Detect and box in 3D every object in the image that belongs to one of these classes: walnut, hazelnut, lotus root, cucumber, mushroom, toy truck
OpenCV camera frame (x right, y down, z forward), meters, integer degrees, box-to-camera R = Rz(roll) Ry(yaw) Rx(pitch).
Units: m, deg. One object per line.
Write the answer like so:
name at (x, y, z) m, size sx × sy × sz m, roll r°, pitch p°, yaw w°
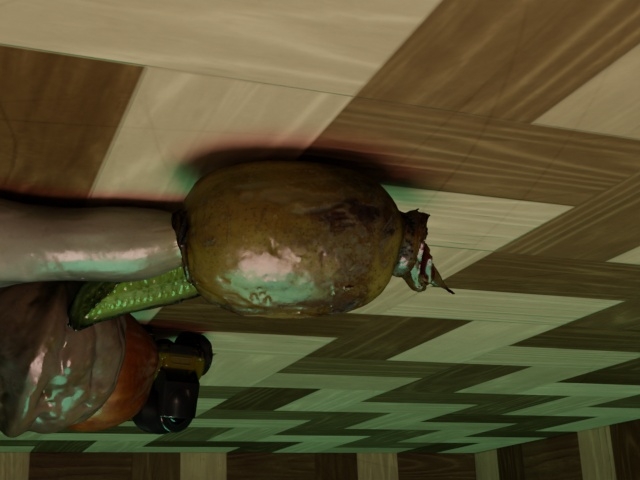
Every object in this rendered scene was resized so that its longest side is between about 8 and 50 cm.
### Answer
walnut at (-0.334, 0.126, 1.103) m, size 0.224 × 0.224 × 0.224 m, roll -2°, pitch 162°, yaw -1°
hazelnut at (-0.306, 0.164, 1.282) m, size 0.182 × 0.182 × 0.182 m, roll -2°, pitch 162°, yaw -1°
lotus root at (0.000, -0.002, 0.876) m, size 0.278 × 0.154 × 0.154 m, roll 4°, pitch 161°, yaw -15°
cucumber at (-0.177, 0.037, 1.045) m, size 0.220 × 0.046 × 0.070 m, roll -16°, pitch 141°, yaw -29°
mushroom at (-0.279, 0.002, 0.937) m, size 0.351 × 0.097 × 0.109 m, roll 0°, pitch 164°, yaw -19°
toy truck at (-0.280, 0.232, 1.512) m, size 0.147 × 0.165 × 0.224 m, roll 13°, pitch 157°, yaw -40°
